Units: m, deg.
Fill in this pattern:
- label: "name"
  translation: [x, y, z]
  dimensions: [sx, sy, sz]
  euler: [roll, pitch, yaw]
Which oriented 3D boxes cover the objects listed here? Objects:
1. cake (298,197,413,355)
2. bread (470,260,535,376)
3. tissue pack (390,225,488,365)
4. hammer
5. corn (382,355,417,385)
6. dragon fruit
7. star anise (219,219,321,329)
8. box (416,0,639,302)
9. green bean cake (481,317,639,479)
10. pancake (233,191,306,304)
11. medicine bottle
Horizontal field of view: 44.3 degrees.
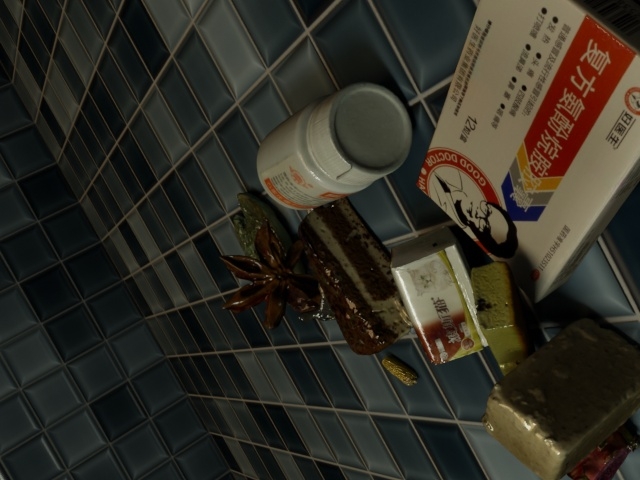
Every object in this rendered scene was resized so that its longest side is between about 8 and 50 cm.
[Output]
- label: "cake"
  translation: [0.053, 0.068, 1.273]
  dimensions: [0.246, 0.112, 0.135]
  euler: [53, 156, 15]
- label: "bread"
  translation: [0.226, 0.111, 0.943]
  dimensions: [0.226, 0.049, 0.088]
  euler: [55, -155, -53]
- label: "tissue pack"
  translation: [0.161, 0.073, 1.059]
  dimensions: [0.106, 0.099, 0.149]
  euler: [-83, -30, -76]
- label: "hammer"
  translation: [0.000, 0.000, 1.331]
  dimensions: [0.027, 0.125, 0.297]
  euler: [-116, 14, -70]
- label: "corn"
  translation: [0.140, 0.231, 1.383]
  dimensions: [0.083, 0.028, 0.027]
  euler: [32, 122, 45]
- label: "dragon fruit"
  translation: [0.334, 0.242, 0.966]
  dimensions: [0.102, 0.096, 0.147]
  euler: [46, -165, 35]
- label: "star anise"
  translation: [-0.086, 0.078, 1.435]
  dimensions: [0.212, 0.196, 0.111]
  euler: [43, 139, -9]
- label: "box"
  translation: [0.227, -0.108, 0.823]
  dimensions: [0.214, 0.069, 0.353]
  euler: [49, 154, 22]
- label: "green bean cake"
  translation: [0.281, 0.176, 0.887]
  dimensions: [0.109, 0.179, 0.085]
  euler: [42, 150, 35]
- label: "pancake"
  translation: [-0.104, 0.019, 1.599]
  dimensions: [0.253, 0.037, 0.253]
  euler: [44, 151, 31]
- label: "medicine bottle"
  translation: [0.013, -0.128, 1.102]
  dimensions: [0.144, 0.144, 0.252]
  euler: [61, 156, -3]
